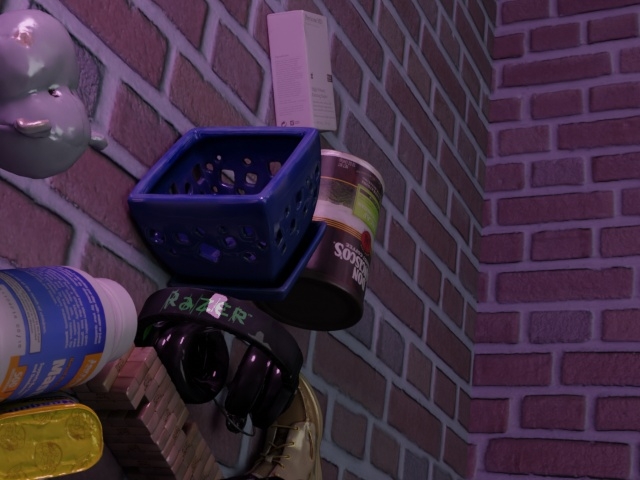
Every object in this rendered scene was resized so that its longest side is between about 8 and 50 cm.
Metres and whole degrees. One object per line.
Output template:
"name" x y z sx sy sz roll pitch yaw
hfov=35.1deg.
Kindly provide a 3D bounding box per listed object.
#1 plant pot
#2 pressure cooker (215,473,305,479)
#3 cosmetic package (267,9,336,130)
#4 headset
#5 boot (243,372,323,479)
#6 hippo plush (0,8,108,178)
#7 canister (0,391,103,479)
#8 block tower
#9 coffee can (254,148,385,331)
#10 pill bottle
"plant pot" -0.127 -0.036 1.583 0.236 0.236 0.212 -60 145 -50
"pressure cooker" -0.115 0.487 1.238 0.370 0.420 0.375 25 53 -72
"cosmetic package" -0.035 -0.325 1.973 0.117 0.085 0.231 -12 98 -65
"headset" -0.138 0.177 1.532 0.394 0.243 0.185 87 19 -54
"boot" -0.079 0.373 1.773 0.203 0.095 0.262 -19 108 -62
"hippo plush" -0.373 -0.131 1.062 0.234 0.237 0.294 -3 89 -65
"canister" -0.326 0.219 1.152 0.126 0.170 0.073 -5 91 -23
"block tower" -0.235 0.294 1.459 0.335 0.091 0.097 67 32 -33
"coffee can" 0.000 0.000 1.862 0.201 0.202 0.275 54 40 -48
"pill bottle" -0.340 0.107 1.194 0.272 0.152 0.152 -2 88 -64
